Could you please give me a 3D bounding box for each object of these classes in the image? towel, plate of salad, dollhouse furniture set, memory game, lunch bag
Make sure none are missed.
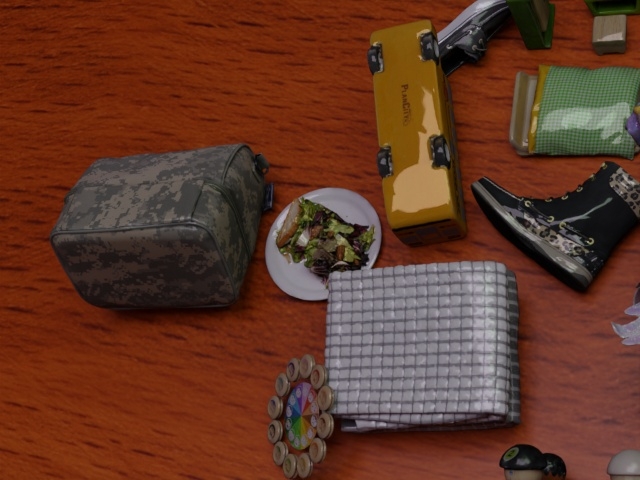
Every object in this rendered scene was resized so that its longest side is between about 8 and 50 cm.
[{"bbox_3d":[0.148,0.160,1.740,0.283,0.121,0.235,-7,71,25],"label":"towel"},{"bbox_3d":[0.000,0.000,1.922,0.200,0.048,0.200,-9,62,17],"label":"plate of salad"},{"bbox_3d":[0.391,-0.288,1.843,0.197,0.151,0.301,0,65,22],"label":"dollhouse furniture set"},{"bbox_3d":[-0.032,0.259,1.761,0.186,0.012,0.186,-26,59,54],"label":"memory game"},{"bbox_3d":[-0.248,-0.041,1.949,0.305,0.212,0.256,-4,47,17],"label":"lunch bag"}]

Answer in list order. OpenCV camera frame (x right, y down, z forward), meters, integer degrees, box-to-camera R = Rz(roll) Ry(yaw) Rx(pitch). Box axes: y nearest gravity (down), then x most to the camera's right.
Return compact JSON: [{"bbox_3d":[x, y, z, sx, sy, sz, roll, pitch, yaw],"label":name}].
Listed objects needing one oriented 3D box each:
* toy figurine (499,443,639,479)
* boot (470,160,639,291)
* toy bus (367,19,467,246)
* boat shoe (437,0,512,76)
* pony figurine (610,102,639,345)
[{"bbox_3d":[0.339,0.333,1.521,0.213,0.209,0.148,-4,80,24],"label":"toy figurine"},{"bbox_3d":[0.359,-0.056,1.783,0.178,0.085,0.236,-44,64,-6],"label":"boot"},{"bbox_3d":[0.152,-0.170,1.872,0.108,0.130,0.333,-11,69,18],"label":"toy bus"},{"bbox_3d":[0.234,-0.319,1.969,0.228,0.080,0.076,-32,64,6],"label":"boat shoe"},{"bbox_3d":[0.527,-0.028,1.520,0.351,0.303,0.363,-19,98,23],"label":"pony figurine"}]
